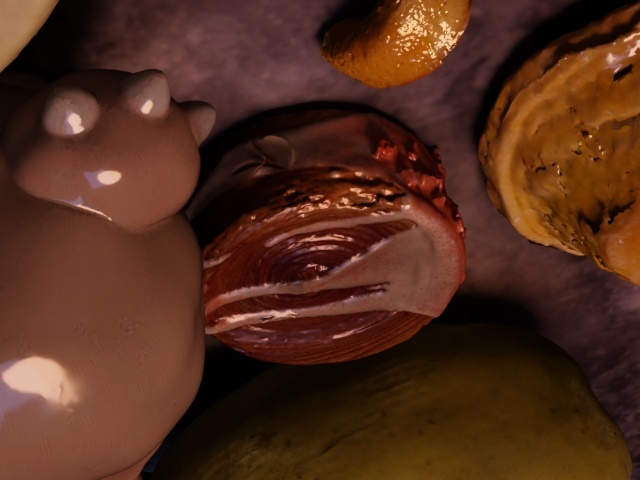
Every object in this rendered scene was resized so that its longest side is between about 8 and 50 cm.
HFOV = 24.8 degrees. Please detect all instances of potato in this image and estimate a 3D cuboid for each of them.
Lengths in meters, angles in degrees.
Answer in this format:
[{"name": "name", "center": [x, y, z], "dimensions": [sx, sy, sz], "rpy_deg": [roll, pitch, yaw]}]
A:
[{"name": "potato", "center": [0.038, 0.165, 0.915], "dimensions": [0.304, 0.215, 0.216], "rpy_deg": [-21, 144, -9]}]

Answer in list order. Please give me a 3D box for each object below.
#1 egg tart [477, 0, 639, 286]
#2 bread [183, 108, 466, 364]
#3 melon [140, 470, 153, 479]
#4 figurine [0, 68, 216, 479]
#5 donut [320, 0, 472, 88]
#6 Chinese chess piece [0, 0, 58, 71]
[{"name": "egg tart", "center": [0.206, -0.039, 0.790], "dimensions": [0.241, 0.106, 0.241], "rpy_deg": [-3, 146, -2]}, {"name": "bread", "center": [0.000, 0.000, 0.799], "dimensions": [0.161, 0.073, 0.160], "rpy_deg": [-8, 140, -7]}, {"name": "melon", "center": [-0.274, 0.261, 0.972], "dimensions": [0.344, 0.226, 0.331], "rpy_deg": [-32, 98, 24]}, {"name": "figurine", "center": [-0.164, 0.069, 0.720], "dimensions": [0.248, 0.203, 0.380], "rpy_deg": [-7, 142, -5]}, {"name": "donut", "center": [0.033, -0.110, 0.703], "dimensions": [0.038, 0.067, 0.083], "rpy_deg": [10, 169, -39]}, {"name": "Chinese chess piece", "center": [-0.199, -0.145, 0.492], "dimensions": [0.250, 0.101, 0.250], "rpy_deg": [-6, 136, -6]}]
